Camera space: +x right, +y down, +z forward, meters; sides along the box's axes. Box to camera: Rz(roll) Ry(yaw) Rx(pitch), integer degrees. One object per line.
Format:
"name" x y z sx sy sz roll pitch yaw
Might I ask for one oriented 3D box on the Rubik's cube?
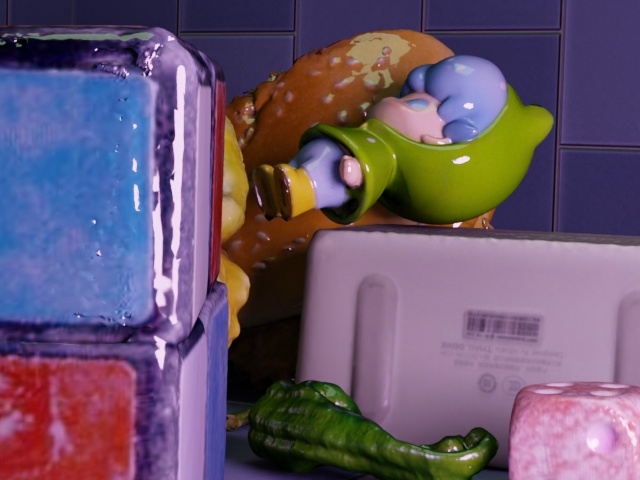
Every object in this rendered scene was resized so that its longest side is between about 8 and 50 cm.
"Rubik's cube" -0.219 0.036 0.933 0.318 0.313 0.316 1 4 0

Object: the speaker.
"speaker" 0.179 0.087 1.316 0.406 0.184 0.183 3 3 28

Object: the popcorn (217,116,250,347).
"popcorn" -0.171 0.013 1.256 0.326 0.290 0.321 -52 17 -28

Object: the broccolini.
"broccolini" -0.043 0.147 1.440 0.030 0.035 0.140 0 4 33

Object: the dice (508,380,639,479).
"dice" 0.181 0.148 1.094 0.091 0.094 0.093 -1 4 18

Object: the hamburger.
"hamburger" 0.000 0.000 1.600 0.445 0.287 0.268 -31 -36 13

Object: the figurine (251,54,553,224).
"figurine" 0.071 -0.074 1.386 0.263 0.143 0.162 -19 3 -23

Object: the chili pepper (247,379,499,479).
"chili pepper" 0.025 0.151 1.193 0.100 0.074 0.257 2 7 -41
